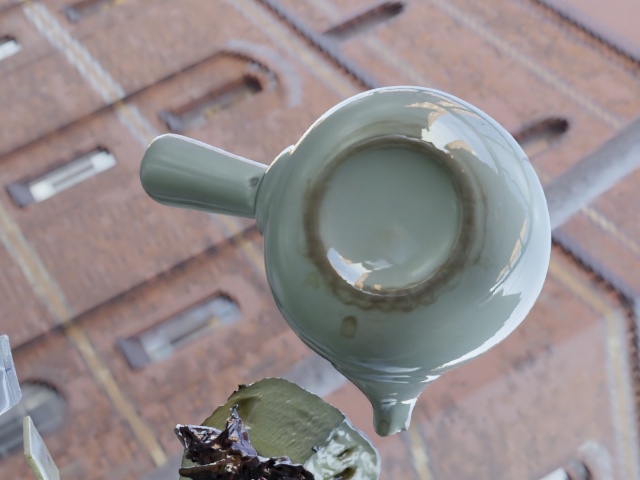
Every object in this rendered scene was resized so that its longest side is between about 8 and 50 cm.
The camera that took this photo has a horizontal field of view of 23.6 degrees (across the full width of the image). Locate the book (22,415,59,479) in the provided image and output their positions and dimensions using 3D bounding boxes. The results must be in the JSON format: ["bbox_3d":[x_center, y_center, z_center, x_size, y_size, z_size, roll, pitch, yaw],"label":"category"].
[{"bbox_3d":[-0.378,0.302,2.084,0.077,0.014,0.111,-109,-179,-54],"label":"book"}]

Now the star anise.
[{"bbox_3d":[-0.100,0.257,1.570,0.053,0.157,0.212,35,-3,-42],"label":"star anise"}]

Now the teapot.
[{"bbox_3d":[0.021,-0.032,1.121,0.318,0.220,0.149,45,2,20],"label":"teapot"}]

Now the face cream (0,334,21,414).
[{"bbox_3d":[-0.411,0.195,1.621,0.070,0.224,0.114,32,-36,27],"label":"face cream"}]

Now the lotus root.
[{"bbox_3d":[-0.074,0.328,2.034,0.149,0.267,0.260,45,-11,-30],"label":"lotus root"}]
